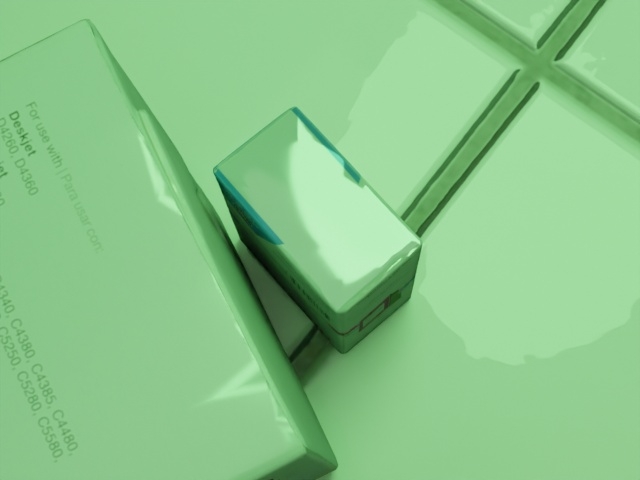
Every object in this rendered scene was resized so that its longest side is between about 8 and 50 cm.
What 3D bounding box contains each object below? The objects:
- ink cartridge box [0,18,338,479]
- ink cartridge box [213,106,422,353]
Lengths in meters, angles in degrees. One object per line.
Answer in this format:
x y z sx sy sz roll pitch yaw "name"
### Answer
-0.157 0.074 0.509 0.270 0.198 0.197 -28 76 -2 "ink cartridge box"
0.000 0.000 0.554 0.052 0.122 0.088 -40 78 -9 "ink cartridge box"
